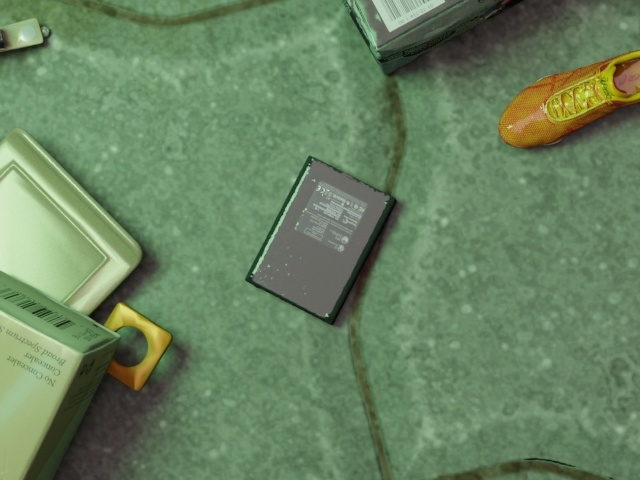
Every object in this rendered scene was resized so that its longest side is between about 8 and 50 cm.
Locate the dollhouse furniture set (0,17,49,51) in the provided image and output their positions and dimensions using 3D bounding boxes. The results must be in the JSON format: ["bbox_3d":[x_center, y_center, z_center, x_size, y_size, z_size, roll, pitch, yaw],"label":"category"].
[{"bbox_3d":[-0.313,-0.235,1.550,0.081,0.091,0.114,-16,80,-11],"label":"dollhouse furniture set"}]

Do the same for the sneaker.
[{"bbox_3d":[0.245,-0.138,1.487,0.175,0.067,0.064,-25,85,5],"label":"sneaker"}]

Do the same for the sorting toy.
[{"bbox_3d":[-0.289,0.020,1.537,0.348,0.047,0.196,45,95,8],"label":"sorting toy"}]

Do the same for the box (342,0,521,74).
[{"bbox_3d":[0.126,-0.284,1.475,0.247,0.142,0.163,-29,84,4],"label":"box"}]

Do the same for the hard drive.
[{"bbox_3d":[0.000,0.000,1.521,0.094,0.022,0.135,27,88,7],"label":"hard drive"}]

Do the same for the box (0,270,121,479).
[{"bbox_3d":[-0.321,0.197,1.459,0.148,0.121,0.311,26,99,6],"label":"box"}]
